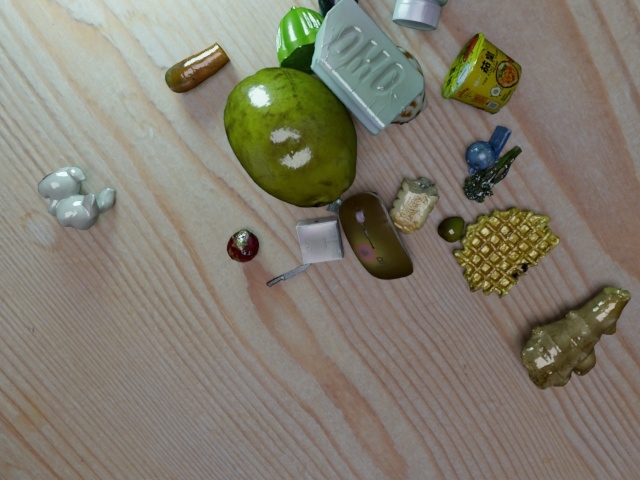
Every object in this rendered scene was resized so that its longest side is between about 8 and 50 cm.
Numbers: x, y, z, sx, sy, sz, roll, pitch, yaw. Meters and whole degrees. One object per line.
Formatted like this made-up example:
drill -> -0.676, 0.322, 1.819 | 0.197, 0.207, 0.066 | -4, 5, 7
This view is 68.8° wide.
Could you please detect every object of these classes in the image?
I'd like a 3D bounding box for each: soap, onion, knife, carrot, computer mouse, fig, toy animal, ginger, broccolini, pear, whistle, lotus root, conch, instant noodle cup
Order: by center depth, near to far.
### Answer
soap -> 0.103, -0.422, 1.141 | 0.173, 0.095, 0.289 | -44, 95, -5
instant noodle cup -> 0.434, -0.432, 1.243 | 0.144, 0.182, 0.182 | 24, 107, -10
pear -> -0.073, -0.277, 1.251 | 0.352, 0.352, 0.413 | -41, 91, 15
lotus root -> -0.050, -0.562, 1.271 | 0.186, 0.186, 0.186 | 2, 106, 6
conch -> 0.182, -0.436, 1.275 | 0.274, 0.149, 0.183 | 34, 102, -6
whistle -> 0.465, -0.259, 1.329 | 0.090, 0.090, 0.158 | 24, 107, -1
carrot -> -0.358, -0.496, 1.354 | 0.193, 0.087, 0.087 | -24, 102, 13
broccolini -> 0.498, -0.197, 1.354 | 0.091, 0.068, 0.203 | 43, 106, 13
computer mouse -> 0.169, -0.001, 1.404 | 0.158, 0.072, 0.311 | -14, 116, 34
fig -> 0.399, -0.038, 1.410 | 0.088, 0.074, 0.074 | -42, 98, -3
ginger -> 0.795, 0.314, 1.420 | 0.375, 0.166, 0.236 | -32, 91, 20
toy animal -> -0.778, -0.138, 1.484 | 0.178, 0.127, 0.193 | -42, 95, 14
onion -> -0.245, 0.019, 1.489 | 0.107, 0.097, 0.107 | -8, 68, 19
knife -> -0.104, 0.114, 1.540 | 0.170, 0.010, 0.023 | -27, 101, 11

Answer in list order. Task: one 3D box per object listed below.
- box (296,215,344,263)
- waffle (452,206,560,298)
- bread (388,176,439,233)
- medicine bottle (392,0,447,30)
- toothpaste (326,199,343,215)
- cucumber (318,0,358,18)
box -> 0.000, 0.000, 1.468 | 0.129, 0.051, 0.130 | -8, 110, 9
waffle -> 0.558, 0.037, 1.417 | 0.309, 0.065, 0.284 | -4, 103, 11
bread -> 0.273, -0.107, 1.394 | 0.119, 0.084, 0.177 | 27, 108, 0
medicine bottle -> 0.271, -0.674, 1.202 | 0.139, 0.139, 0.226 | 12, 107, 3
toothpaste -> 0.119, -0.068, 1.450 | 0.205, 0.036, 0.056 | 28, 121, 1
cucumber -> 0.046, -0.659, 1.268 | 0.115, 0.086, 0.193 | -6, 112, 6
